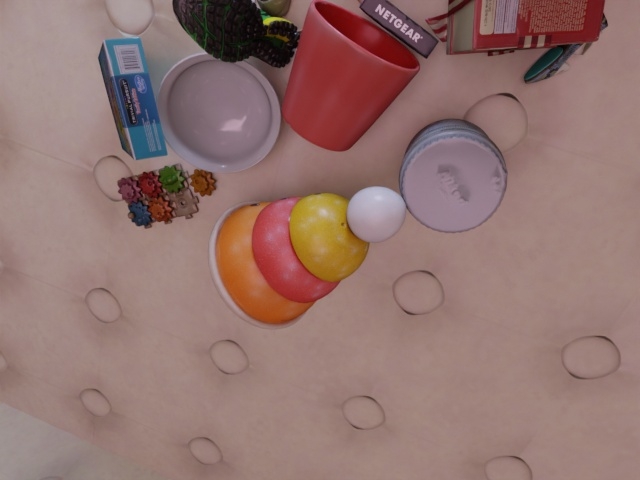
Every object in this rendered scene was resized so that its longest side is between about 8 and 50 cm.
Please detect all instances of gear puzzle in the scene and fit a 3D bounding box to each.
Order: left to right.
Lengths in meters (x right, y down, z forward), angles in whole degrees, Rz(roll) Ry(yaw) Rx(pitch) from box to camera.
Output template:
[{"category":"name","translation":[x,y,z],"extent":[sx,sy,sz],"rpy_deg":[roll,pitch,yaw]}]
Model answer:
[{"category":"gear puzzle","translation":[-0.464,-0.135,1.296],"extent":[0.340,0.044,0.175],"rpy_deg":[-11,108,18]}]

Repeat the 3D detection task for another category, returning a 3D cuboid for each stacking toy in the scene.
[{"category":"stacking toy","translation":[0.000,0.000,1.007],"extent":[0.480,0.350,0.350],"rpy_deg":[-23,104,38]}]

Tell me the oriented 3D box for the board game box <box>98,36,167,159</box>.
[{"category":"board game box","translation":[-0.481,-0.348,1.076],"extent":[0.079,0.336,0.253],"rpy_deg":[-16,112,-25]}]

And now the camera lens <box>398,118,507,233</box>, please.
[{"category":"camera lens","translation":[0.292,-0.153,0.965],"extent":[0.220,0.274,0.219],"rpy_deg":[5,112,13]}]

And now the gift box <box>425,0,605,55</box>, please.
[{"category":"gift box","translation":[0.358,-0.495,0.820],"extent":[0.277,0.258,0.254],"rpy_deg":[3,112,4]}]

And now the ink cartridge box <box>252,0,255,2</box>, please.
[{"category":"ink cartridge box","translation":[-0.244,-0.702,1.024],"extent":[0.225,0.056,0.180],"rpy_deg":[14,115,-12]}]

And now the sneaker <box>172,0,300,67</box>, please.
[{"category":"sneaker","translation":[-0.195,-0.467,0.938],"extent":[0.146,0.344,0.134],"rpy_deg":[32,111,19]}]

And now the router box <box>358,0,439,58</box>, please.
[{"category":"router box","translation":[0.171,-0.473,0.937],"extent":[0.179,0.133,0.046],"rpy_deg":[33,116,-7]}]

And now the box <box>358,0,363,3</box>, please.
[{"category":"box","translation":[0.094,-0.662,0.955],"extent":[0.164,0.021,0.201],"rpy_deg":[-40,97,24]}]

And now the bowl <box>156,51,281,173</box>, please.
[{"category":"bowl","translation":[-0.252,-0.333,1.090],"extent":[0.299,0.134,0.297],"rpy_deg":[-4,123,-6]}]

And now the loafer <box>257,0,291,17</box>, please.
[{"category":"loafer","translation":[-0.093,-0.654,0.967],"extent":[0.102,0.092,0.268],"rpy_deg":[13,116,6]}]

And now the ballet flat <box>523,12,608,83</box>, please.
[{"category":"ballet flat","translation":[0.534,-0.405,0.923],"extent":[0.070,0.070,0.188],"rpy_deg":[40,118,-3]}]

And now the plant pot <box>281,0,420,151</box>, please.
[{"category":"plant pot","translation":[0.045,-0.356,0.970],"extent":[0.275,0.275,0.243],"rpy_deg":[34,125,0]}]
